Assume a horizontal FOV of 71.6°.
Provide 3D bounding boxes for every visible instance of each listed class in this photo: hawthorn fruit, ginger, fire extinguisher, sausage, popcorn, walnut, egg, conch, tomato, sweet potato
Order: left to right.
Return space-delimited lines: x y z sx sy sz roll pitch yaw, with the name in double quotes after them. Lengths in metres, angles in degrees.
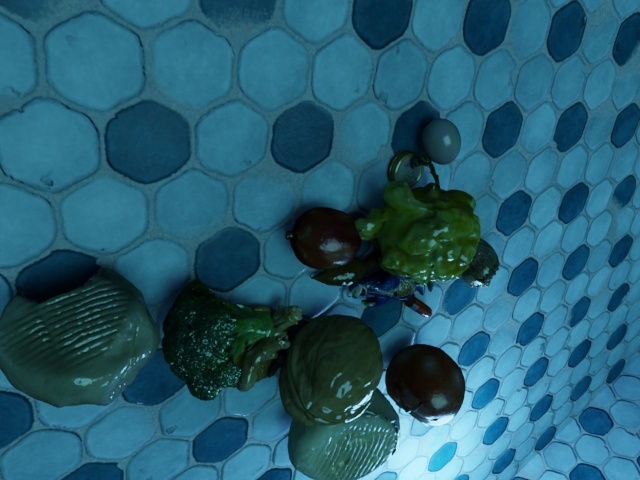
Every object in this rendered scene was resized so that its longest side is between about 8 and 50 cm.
-0.138 0.288 1.169 0.089 0.075 0.288 30 95 -5 "ginger"
-0.125 0.351 1.239 0.083 0.022 0.028 -58 159 4 "fire extinguisher"
0.000 0.000 1.108 0.188 0.169 0.169 -6 115 -30 "hawthorn fruit"
0.030 0.351 1.202 0.313 0.277 0.252 -48 122 -53 "walnut"
0.099 0.082 1.260 0.269 0.075 0.075 -19 121 -27 "sweet potato"
0.337 0.224 1.493 0.145 0.048 0.050 33 55 -38 "sausage"
0.275 -0.013 1.197 0.335 0.279 0.274 -20 150 -36 "popcorn"
0.354 0.474 1.489 0.265 0.265 0.265 -13 119 -26 "tomato"
0.330 -0.269 1.213 0.103 0.103 0.135 -39 131 -10 "egg"
0.542 0.070 1.528 0.207 0.130 0.155 60 41 -14 "conch"

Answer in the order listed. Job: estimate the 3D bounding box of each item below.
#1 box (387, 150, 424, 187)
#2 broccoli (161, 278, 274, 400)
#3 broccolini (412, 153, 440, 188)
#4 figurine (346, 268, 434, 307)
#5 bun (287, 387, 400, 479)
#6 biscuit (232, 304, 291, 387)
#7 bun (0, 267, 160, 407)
0.237 -0.196 1.233 0.105 0.037 0.105 -13 118 -25 "box"
-0.229 0.229 1.025 0.269 0.254 0.269 -21 128 -30 "broccoli"
0.316 -0.183 1.240 0.194 0.054 0.052 40 69 -40 "broccolini"
0.202 0.124 1.324 0.262 0.121 0.164 -1 152 -24 "figurine"
0.069 0.584 1.402 0.359 0.211 0.360 -8 116 -16 "bun"
-0.194 0.288 1.201 0.254 0.035 0.254 -13 117 -27 "biscuit"
-0.464 0.207 0.884 0.281 0.281 0.205 -21 147 -22 "bun"
